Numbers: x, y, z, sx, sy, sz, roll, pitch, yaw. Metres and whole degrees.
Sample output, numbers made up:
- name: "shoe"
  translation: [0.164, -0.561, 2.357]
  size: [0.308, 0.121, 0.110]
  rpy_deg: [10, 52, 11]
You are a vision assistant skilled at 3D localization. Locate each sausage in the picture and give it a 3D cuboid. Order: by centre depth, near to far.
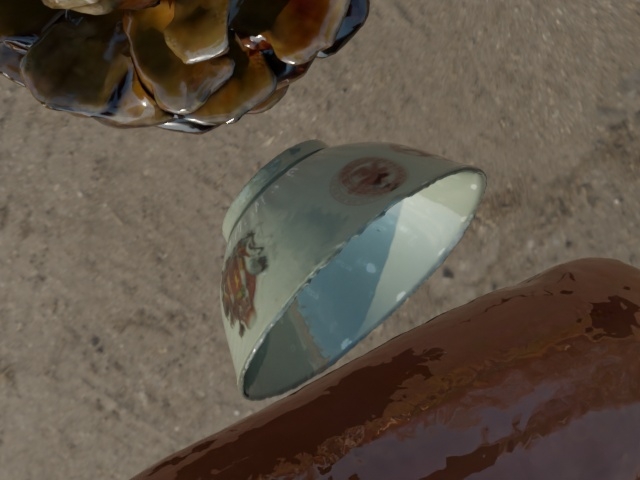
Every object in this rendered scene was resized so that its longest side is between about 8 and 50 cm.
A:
- name: "sausage"
  translation: [0.044, 0.091, 0.394]
  size: [0.259, 0.113, 0.114]
  rpy_deg: [-26, 105, -18]

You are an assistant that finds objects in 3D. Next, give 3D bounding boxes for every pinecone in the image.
- name: "pinecone"
  translation: [-0.060, -0.130, 0.401]
  size: [0.184, 0.204, 0.179]
  rpy_deg: [7, 100, -23]

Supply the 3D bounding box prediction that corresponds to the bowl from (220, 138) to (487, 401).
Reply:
- name: "bowl"
  translation: [0.000, 0.000, 1.075]
  size: [0.157, 0.337, 0.337]
  rpy_deg: [46, 111, 18]
